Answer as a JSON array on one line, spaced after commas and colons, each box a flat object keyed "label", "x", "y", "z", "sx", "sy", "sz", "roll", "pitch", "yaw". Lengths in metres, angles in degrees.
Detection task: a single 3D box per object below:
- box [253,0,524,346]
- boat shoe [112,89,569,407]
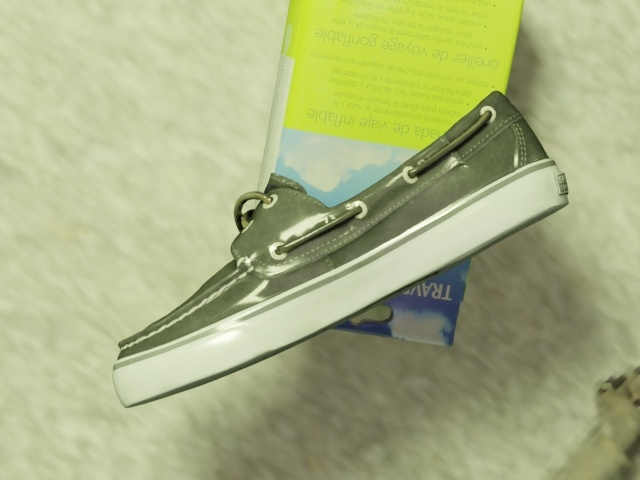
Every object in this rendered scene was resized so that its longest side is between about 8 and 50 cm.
[{"label": "box", "x": 0.028, "y": -0.045, "z": 0.951, "sx": 0.109, "sy": 0.042, "sz": 0.178, "roll": 9, "pitch": 99, "yaw": -11}, {"label": "boat shoe", "x": 0.000, "y": 0.000, "z": 0.897, "sx": 0.228, "sy": 0.080, "sz": 0.076, "roll": -27, "pitch": 85, "yaw": 1}]
